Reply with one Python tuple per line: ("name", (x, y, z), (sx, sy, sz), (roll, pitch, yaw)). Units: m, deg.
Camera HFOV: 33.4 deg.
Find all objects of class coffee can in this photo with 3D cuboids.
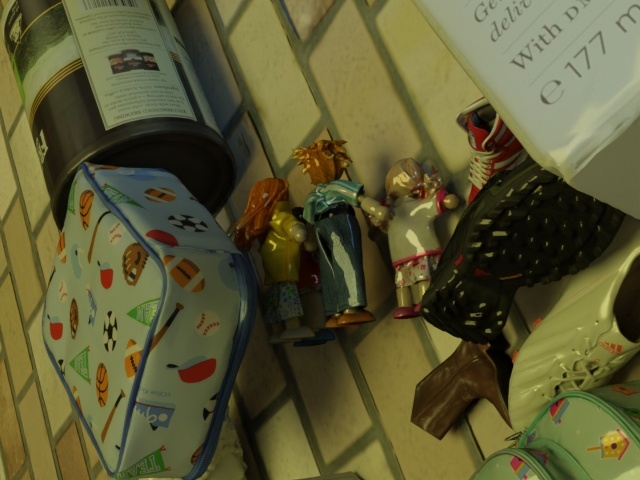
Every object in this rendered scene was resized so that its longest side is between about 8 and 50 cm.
("coffee can", (-0.232, -0.156, 1.204), (0.201, 0.201, 0.275), (-52, 49, 39))

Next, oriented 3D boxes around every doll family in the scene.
("doll family", (0.000, 0.000, 0.953), (0.263, 0.118, 0.163), (-21, 72, 52))

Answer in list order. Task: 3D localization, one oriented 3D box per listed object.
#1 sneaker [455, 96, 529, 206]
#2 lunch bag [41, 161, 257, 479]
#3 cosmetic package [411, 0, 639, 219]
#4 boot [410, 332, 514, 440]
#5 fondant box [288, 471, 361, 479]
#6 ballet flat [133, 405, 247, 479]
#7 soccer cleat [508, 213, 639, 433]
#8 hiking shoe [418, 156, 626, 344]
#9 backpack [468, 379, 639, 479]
("sneaker", (0.127, -0.063, 0.825), (0.042, 0.067, 0.118), (47, 127, 41))
("lunch bag", (-0.174, 0.073, 1.009), (0.303, 0.114, 0.243), (45, 125, 53))
("cosmetic package", (0.109, -0.207, 0.459), (0.217, 0.156, 0.385), (-49, 51, 22))
("boot", (0.118, 0.136, 0.859), (0.114, 0.037, 0.106), (-52, 37, 35))
("fondant box", (0.057, 0.384, 0.889), (0.330, 0.096, 0.238), (34, 117, 50))
("ballet flat", (-0.128, 0.337, 1.142), (0.147, 0.147, 0.409), (33, 118, 49))
("soccer cleat", (0.187, 0.069, 0.737), (0.076, 0.068, 0.196), (-120, 47, -59))
("hiking shoe", (0.140, -0.022, 0.752), (0.227, 0.086, 0.114), (-51, 16, 51))
("backpack", (0.179, 0.187, 0.690), (0.188, 0.144, 0.166), (-61, 39, 28))
